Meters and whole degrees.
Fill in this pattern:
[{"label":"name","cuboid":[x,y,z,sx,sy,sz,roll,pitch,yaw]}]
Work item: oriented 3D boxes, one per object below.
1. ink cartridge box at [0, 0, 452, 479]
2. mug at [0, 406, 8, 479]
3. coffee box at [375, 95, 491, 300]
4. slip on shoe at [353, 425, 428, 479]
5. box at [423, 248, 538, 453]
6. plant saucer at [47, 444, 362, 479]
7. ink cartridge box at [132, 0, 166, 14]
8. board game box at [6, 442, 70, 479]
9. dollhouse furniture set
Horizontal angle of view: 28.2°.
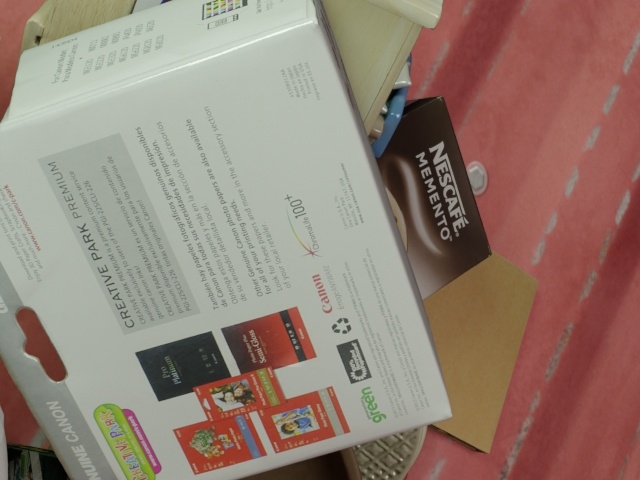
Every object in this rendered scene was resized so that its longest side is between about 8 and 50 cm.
[{"label":"ink cartridge box","cuboid":[-0.085,0.007,0.864,0.271,0.130,0.309,-17,120,5]},{"label":"mug","cuboid":[-0.361,0.113,0.726,0.328,0.276,0.374,61,32,-29]},{"label":"coffee box","cuboid":[0.000,0.000,1.144,0.297,0.119,0.168,-31,108,-36]},{"label":"slip on shoe","cuboid":[0.030,0.178,1.103,0.101,0.123,0.331,-76,170,-49]},{"label":"box","cuboid":[0.145,0.101,1.323,0.164,0.021,0.201,31,69,-34]},{"label":"plant saucer","cuboid":[-0.096,0.220,0.993,0.041,0.277,0.278,47,55,-67]},{"label":"ink cartridge box","cuboid":[-0.155,-0.375,1.037,0.304,0.072,0.307,-61,154,-24]},{"label":"board game box","cuboid":[-0.211,0.287,0.952,0.030,0.136,0.260,4,86,-41]},{"label":"dollhouse furniture set","cuboid":[-0.042,-0.202,1.010,0.286,0.198,0.303,23,33,-6]}]
